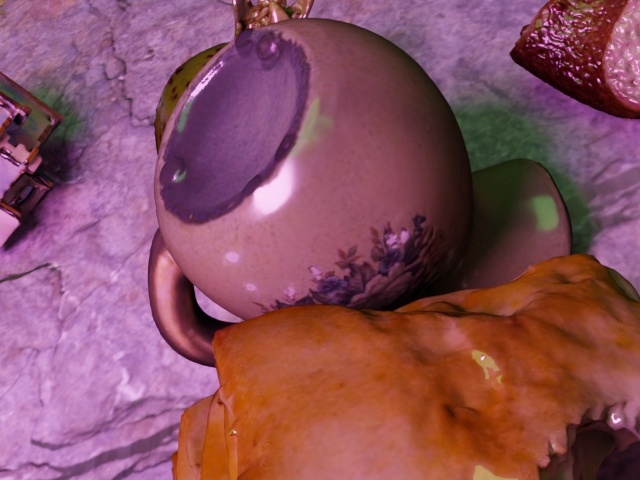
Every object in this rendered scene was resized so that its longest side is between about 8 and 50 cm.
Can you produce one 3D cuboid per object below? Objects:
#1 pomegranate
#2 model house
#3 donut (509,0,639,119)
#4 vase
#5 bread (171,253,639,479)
[{"bbox_3d":[-0.061,-0.125,0.924,0.211,0.263,0.211,2,41,-2],"label":"pomegranate"},{"bbox_3d":[-0.408,-0.113,1.153,0.271,0.178,0.206,-43,22,38],"label":"model house"},{"bbox_3d":[0.280,-0.179,0.877,0.187,0.144,0.126,40,83,14],"label":"donut"},{"bbox_3d":[0.000,0.000,0.783,0.329,0.302,0.240,-40,45,22],"label":"vase"},{"bbox_3d":[0.071,0.152,0.573,0.370,0.191,0.314,-20,38,1],"label":"bread"}]
